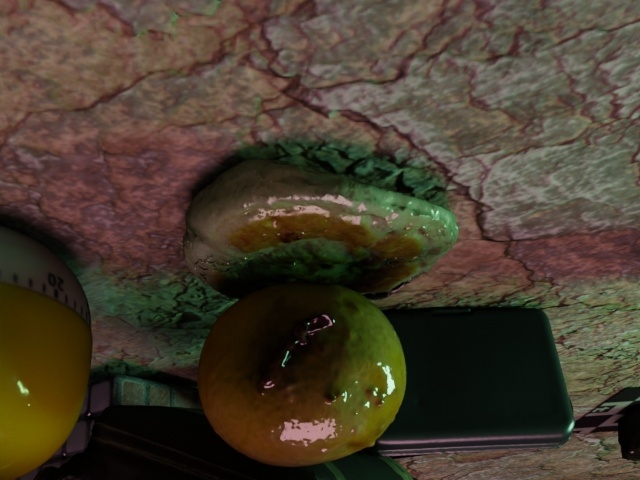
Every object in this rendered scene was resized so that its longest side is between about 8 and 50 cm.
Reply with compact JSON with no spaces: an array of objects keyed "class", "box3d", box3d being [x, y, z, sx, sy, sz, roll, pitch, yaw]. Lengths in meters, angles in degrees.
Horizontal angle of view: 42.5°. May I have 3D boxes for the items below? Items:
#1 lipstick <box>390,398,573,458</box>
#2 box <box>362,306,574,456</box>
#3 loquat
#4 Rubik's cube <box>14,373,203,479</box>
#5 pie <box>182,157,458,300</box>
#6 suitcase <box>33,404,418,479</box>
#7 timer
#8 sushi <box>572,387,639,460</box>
[{"class":"lipstick","box3d":[0.227,0.274,1.239,0.299,0.081,0.081,-12,152,17]},{"class":"box","box3d":[0.149,0.151,0.893,0.230,0.160,0.050,-1,147,-6]},{"class":"loquat","box3d":[-0.015,0.111,0.693,0.172,0.150,0.204,-9,169,0]},{"class":"Rubik's cube","box3d":[-0.261,0.323,1.082,0.237,0.238,0.237,-20,150,32]},{"class":"pie","box3d":[0.000,0.000,0.691,0.240,0.054,0.240,-3,155,-1]},{"class":"suitcase","box3d":[-0.068,0.283,0.846,0.283,0.194,0.434,11,170,25]},{"class":"timer","box3d":[-0.323,0.140,0.675,0.285,0.285,0.285,-4,153,-2]},{"class":"sushi","box3d":[0.642,0.334,1.402,0.373,0.100,0.296,-1,153,-7]}]
